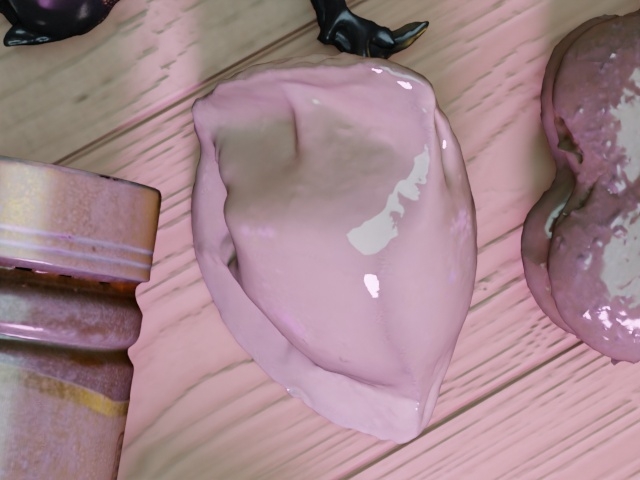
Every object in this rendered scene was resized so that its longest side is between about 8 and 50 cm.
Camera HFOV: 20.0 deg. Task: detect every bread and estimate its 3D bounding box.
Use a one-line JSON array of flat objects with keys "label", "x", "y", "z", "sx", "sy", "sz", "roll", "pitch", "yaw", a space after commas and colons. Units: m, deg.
[{"label": "bread", "x": 0.246, "y": -0.085, "z": 1.088, "sx": 0.337, "sy": 0.102, "sz": 0.183, "roll": -41, "pitch": 95, "yaw": -8}]

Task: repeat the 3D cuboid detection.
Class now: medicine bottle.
[{"label": "medicine bottle", "x": -0.187, "y": 0.118, "z": 1.011, "sx": 0.151, "sy": 0.151, "sz": 0.323, "roll": 9, "pitch": 88, "yaw": -6}]

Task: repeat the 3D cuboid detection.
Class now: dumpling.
[{"label": "dumpling", "x": 0.000, "y": 0.000, "z": 1.048, "sx": 0.179, "sy": 0.131, "sz": 0.252, "roll": 9, "pitch": 125, "yaw": 24}]

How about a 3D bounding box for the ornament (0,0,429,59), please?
[{"label": "ornament", "x": -0.059, "y": -0.152, "z": 1.066, "sx": 0.236, "sy": 0.080, "sz": 0.202, "roll": 33, "pitch": 82, "yaw": -5}]
